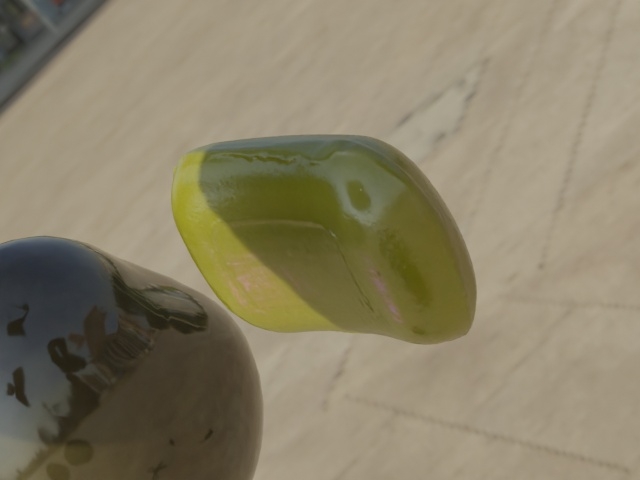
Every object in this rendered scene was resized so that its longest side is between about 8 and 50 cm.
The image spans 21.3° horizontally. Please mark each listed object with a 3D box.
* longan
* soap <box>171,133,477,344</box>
[{"bbox_3d":[-0.154,0.107,1.072,0.248,0.248,0.248,-41,13,11],"label":"longan"},{"bbox_3d":[0.001,-0.001,0.632,0.140,0.089,0.045,1,42,48],"label":"soap"}]
